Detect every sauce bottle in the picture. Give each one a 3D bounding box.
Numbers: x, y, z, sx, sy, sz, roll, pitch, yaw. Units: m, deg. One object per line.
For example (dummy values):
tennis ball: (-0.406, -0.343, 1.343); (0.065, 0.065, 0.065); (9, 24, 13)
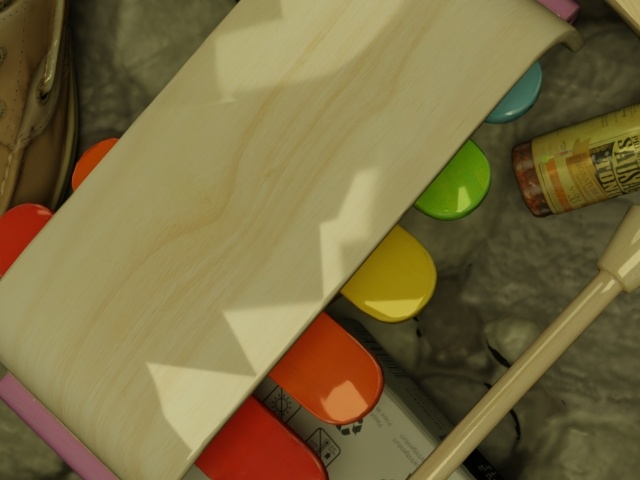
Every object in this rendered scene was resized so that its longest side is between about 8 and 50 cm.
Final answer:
sauce bottle: (0.156, -0.047, 0.544); (0.128, 0.042, 0.042); (-19, 99, 23)

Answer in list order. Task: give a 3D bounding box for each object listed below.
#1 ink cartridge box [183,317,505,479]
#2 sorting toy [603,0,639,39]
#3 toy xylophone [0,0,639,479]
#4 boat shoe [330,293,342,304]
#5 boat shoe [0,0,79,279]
ink cartridge box: (-0.047, 0.212, 0.591); (0.333, 0.065, 0.165); (-46, 72, 11)
sorting toy: (0.178, -0.234, 0.493); (0.255, 0.089, 0.257); (-43, 94, 12)
toy xylophone: (0.000, 0.000, 0.504); (0.322, 0.081, 0.236); (-42, 76, 0)
boat shoe: (-0.043, 0.035, 0.589); (0.178, 0.064, 0.060); (-28, 130, 2)
boat shoe: (-0.178, -0.107, 0.543); (0.121, 0.110, 0.341); (13, 102, 3)
